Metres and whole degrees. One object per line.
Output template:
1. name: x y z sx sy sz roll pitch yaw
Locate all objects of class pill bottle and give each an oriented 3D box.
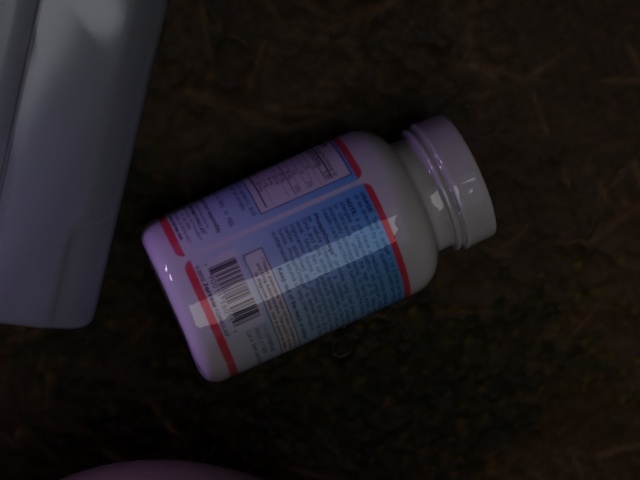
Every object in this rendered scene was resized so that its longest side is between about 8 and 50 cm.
1. pill bottle: 0.000 0.000 0.857 0.160 0.087 0.087 -24 117 -6

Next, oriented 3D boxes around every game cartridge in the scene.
1. game cartridge: -0.225 -0.071 0.778 0.297 0.062 0.198 8 114 -20

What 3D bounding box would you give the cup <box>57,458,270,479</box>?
1. cup: -0.078 0.238 0.851 0.331 0.237 0.331 -7 114 -15
